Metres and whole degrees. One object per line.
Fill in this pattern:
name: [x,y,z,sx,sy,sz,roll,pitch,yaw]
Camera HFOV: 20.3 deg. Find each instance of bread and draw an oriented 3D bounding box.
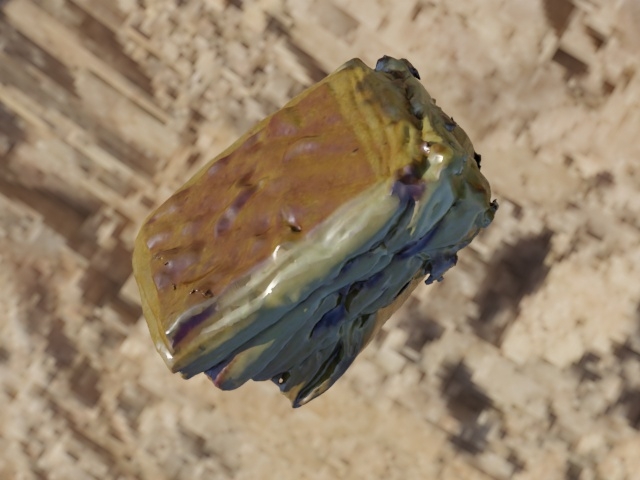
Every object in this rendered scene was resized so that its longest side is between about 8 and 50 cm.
bread: [0.000,0.000,1.606,0.167,0.324,0.277,50,-171,-30]
